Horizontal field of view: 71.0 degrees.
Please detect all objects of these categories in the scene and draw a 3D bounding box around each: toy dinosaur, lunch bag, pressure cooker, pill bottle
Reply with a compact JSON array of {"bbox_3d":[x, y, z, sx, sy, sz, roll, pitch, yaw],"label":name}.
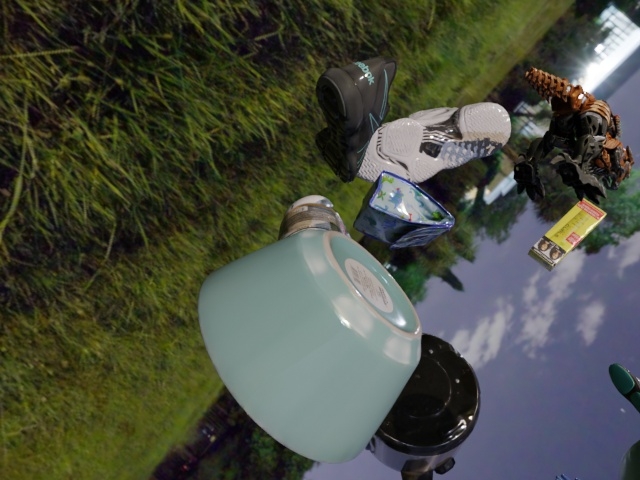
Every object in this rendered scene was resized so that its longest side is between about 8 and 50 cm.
[{"bbox_3d":[0.469,-0.190,0.841,0.218,0.322,0.164,-57,-174,-9],"label":"toy dinosaur"},{"bbox_3d":[0.150,-0.041,0.818,0.129,0.151,0.096,123,-11,-72],"label":"lunch bag"},{"bbox_3d":[0.291,0.534,1.418,0.370,0.376,0.420,-41,150,-22],"label":"pressure cooker"},{"bbox_3d":[-0.017,0.029,0.982,0.162,0.162,0.278,-49,-164,16],"label":"pill bottle"}]

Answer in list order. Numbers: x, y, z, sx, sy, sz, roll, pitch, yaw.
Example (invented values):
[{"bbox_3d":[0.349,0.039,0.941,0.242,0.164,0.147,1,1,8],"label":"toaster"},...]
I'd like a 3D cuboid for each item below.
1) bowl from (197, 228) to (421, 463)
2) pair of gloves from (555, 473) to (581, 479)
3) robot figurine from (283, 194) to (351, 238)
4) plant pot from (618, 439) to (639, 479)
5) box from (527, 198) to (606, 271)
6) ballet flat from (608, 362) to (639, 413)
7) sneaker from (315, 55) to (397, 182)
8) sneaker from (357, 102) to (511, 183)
[{"bbox_3d":[0.013,0.104,0.594,0.163,0.311,0.311,-44,180,18],"label":"bowl"},{"bbox_3d":[0.774,0.778,1.364,0.198,0.023,0.159,-1,-176,-36],"label":"pair of gloves"},{"bbox_3d":[-0.001,0.000,1.358,0.174,0.278,0.209,-28,-177,-9],"label":"robot figurine"},{"bbox_3d":[0.748,0.547,0.836,0.293,0.293,0.235,-50,169,26],"label":"plant pot"},{"bbox_3d":[0.747,-0.017,1.361,0.232,0.087,0.058,-41,154,-4],"label":"box"},{"bbox_3d":[0.989,0.477,1.405,0.074,0.074,0.203,-49,-153,23],"label":"ballet flat"},{"bbox_3d":[0.058,-0.175,0.691,0.106,0.101,0.267,-35,168,-11],"label":"sneaker"},{"bbox_3d":[0.216,-0.216,1.016,0.366,0.137,0.210,-17,-166,-10],"label":"sneaker"}]
